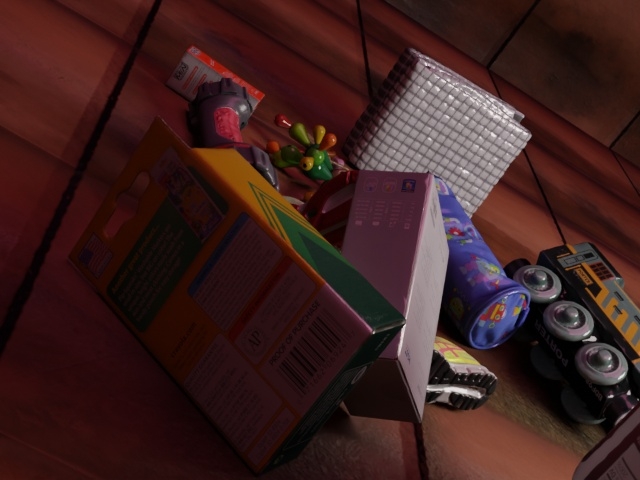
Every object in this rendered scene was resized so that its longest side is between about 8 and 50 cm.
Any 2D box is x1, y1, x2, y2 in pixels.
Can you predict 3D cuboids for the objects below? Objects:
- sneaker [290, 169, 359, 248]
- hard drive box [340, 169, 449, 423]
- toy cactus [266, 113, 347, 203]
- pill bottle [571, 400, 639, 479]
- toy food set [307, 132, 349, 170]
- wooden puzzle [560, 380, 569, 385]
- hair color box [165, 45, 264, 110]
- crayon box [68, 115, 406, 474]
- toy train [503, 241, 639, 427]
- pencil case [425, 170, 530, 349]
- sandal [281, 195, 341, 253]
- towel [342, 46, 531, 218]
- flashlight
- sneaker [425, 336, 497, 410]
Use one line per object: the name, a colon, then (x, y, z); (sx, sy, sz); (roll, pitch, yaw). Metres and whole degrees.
sneaker: (0.000, 0.000, 1.378); (0.128, 0.221, 0.087); (34, 41, -49)
hard drive box: (0.079, 0.064, 1.231); (0.089, 0.181, 0.232); (4, 60, 16)
toy cactus: (0.010, -0.117, 1.740); (0.180, 0.112, 0.219); (32, 13, -36)
pill bottle: (0.421, 0.267, 1.184); (0.224, 0.392, 0.224); (30, 24, -15)
toy food set: (0.005, -0.151, 1.885); (0.078, 0.019, 0.122); (24, 18, -28)
wooden puzzle: (0.391, 0.208, 1.754); (0.049, 0.006, 0.083); (24, 26, -27)
hair color box: (-0.169, -0.243, 1.743); (0.141, 0.072, 0.043); (35, 23, -6)
crayon box: (-0.094, 0.049, 1.117); (0.323, 0.203, 0.083); (45, 24, 19)
toy train: (0.420, 0.140, 1.683); (0.190, 0.142, 0.334); (-15, 47, -19)
pencil case: (0.212, 0.028, 1.697); (0.133, 0.119, 0.306); (-7, 44, -27)
sandal: (0.005, 0.022, 1.459); (0.120, 0.086, 0.302); (16, 30, -39)
towel: (0.213, -0.192, 1.985); (0.284, 0.235, 0.121); (25, 19, -25)
flashlight: (-0.126, -0.145, 1.576); (0.103, 0.103, 0.304); (25, 26, -23)
sneaker: (0.133, 0.160, 1.405); (0.208, 0.081, 0.094); (25, 17, -41)
